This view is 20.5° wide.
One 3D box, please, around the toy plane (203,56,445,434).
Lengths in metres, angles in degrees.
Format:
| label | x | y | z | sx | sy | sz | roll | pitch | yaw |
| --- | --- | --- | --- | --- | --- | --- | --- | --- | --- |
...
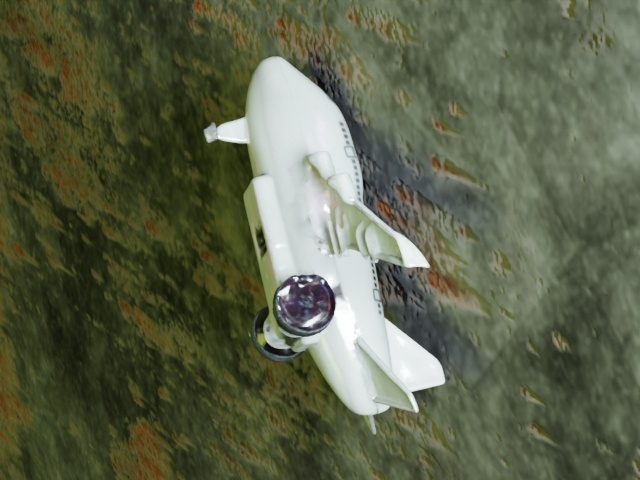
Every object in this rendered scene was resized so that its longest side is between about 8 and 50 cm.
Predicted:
| label | x | y | z | sx | sy | sz | roll | pitch | yaw |
| --- | --- | --- | --- | --- | --- | --- | --- | --- | --- |
| toy plane | -0.004 | 0.002 | 1.144 | 0.251 | 0.101 | 0.255 | 131 | 119 | -71 |
